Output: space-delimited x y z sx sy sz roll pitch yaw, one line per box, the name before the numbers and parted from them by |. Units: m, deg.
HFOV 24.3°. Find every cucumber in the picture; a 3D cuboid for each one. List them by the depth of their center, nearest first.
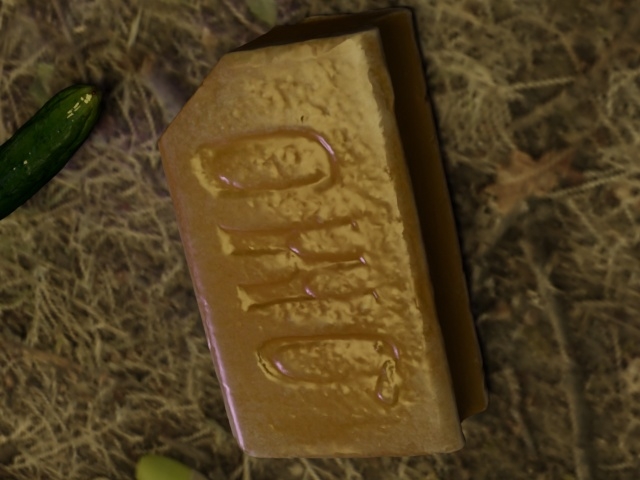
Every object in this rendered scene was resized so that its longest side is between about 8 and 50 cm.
cucumber | -0.178 -0.044 0.885 0.168 0.039 0.039 -37 94 31

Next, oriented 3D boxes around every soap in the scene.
soap | 0.000 0.000 0.800 0.140 0.073 0.232 -5 109 22
